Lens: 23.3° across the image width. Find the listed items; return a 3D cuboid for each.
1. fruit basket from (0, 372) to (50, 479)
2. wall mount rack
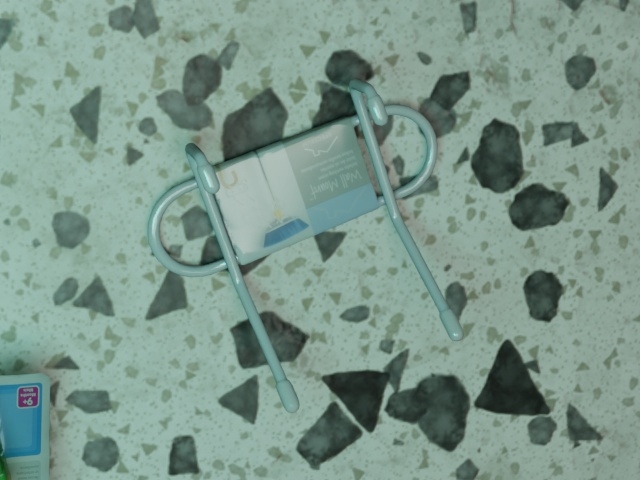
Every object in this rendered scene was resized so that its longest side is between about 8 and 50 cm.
[{"bbox_3d":[-0.444,0.316,1.619,0.327,0.165,0.353,0,94,-17],"label":"fruit basket"},{"bbox_3d":[0.000,0.000,1.718,0.350,0.130,0.304,-22,108,-9],"label":"wall mount rack"}]
